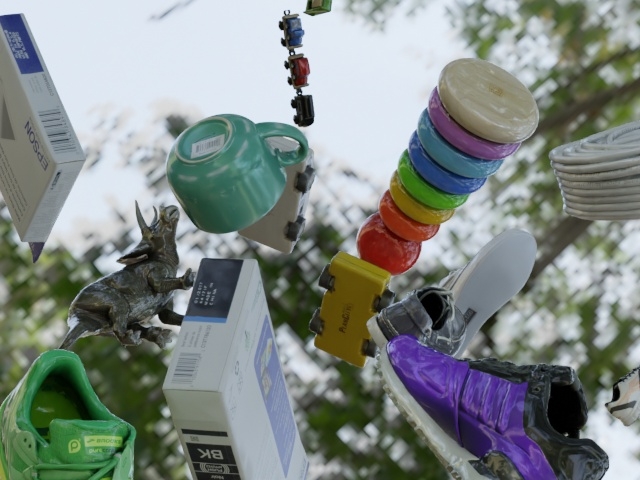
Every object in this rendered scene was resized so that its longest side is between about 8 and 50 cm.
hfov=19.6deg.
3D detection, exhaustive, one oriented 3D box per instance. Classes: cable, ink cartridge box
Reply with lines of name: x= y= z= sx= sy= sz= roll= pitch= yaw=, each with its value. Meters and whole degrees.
cable: x=0.392 y=-0.086 z=2.100 sx=0.257 sy=0.257 sz=0.089 roll=-2 pitch=-77 yaw=42
ink cartridge box: x=-0.364 y=-0.117 z=2.214 sx=0.223 sy=0.045 sz=0.224 roll=64 pitch=-35 yaw=25
ink cartridge box: x=-0.077 y=0.185 z=1.820 sx=0.065 sy=0.165 sz=0.333 roll=1 pitch=-43 yaw=13

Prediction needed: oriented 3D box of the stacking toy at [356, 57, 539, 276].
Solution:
stacking toy: x=0.150 y=-0.076 z=2.422 sx=0.141 sy=0.141 sz=0.330 roll=42 pitch=-52 yaw=14

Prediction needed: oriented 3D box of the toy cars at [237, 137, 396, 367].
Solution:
toy cars: x=0.000 y=0.000 z=2.477 sx=0.176 sy=0.087 sz=0.394 roll=-11 pitch=-57 yaw=38

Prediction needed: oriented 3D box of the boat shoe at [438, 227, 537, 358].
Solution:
boat shoe: x=0.202 y=0.079 z=2.652 sx=0.095 sy=0.258 sz=0.084 roll=42 pitch=0 yaw=-34

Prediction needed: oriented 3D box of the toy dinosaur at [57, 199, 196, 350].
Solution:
toy dinosaur: x=-0.268 y=0.089 z=2.563 sx=0.160 sy=0.313 sz=0.121 roll=18 pitch=-39 yaw=36

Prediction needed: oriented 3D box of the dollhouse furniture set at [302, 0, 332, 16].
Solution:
dollhouse furniture set: x=-0.053 y=-0.325 z=2.247 sx=0.151 sy=0.059 sz=0.076 roll=21 pitch=-17 yaw=-38

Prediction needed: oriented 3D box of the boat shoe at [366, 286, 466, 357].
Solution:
boat shoe: x=0.117 y=0.083 z=1.899 sx=0.075 sy=0.065 sz=0.206 roll=55 pitch=20 yaw=14

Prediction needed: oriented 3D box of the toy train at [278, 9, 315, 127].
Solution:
toy train: x=-0.030 y=-0.228 z=2.468 sx=0.036 sy=0.027 sz=0.158 roll=8 pitch=-70 yaw=59

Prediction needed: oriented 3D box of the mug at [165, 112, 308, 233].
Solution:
mug: x=-0.109 y=-0.096 z=2.197 sx=0.129 sy=0.158 sz=0.097 roll=24 pitch=-25 yaw=43

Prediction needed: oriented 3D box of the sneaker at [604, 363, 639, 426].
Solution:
sneaker: x=0.400 y=0.181 z=2.365 sx=0.043 sy=0.109 sz=0.040 roll=32 pitch=-20 yaw=-4

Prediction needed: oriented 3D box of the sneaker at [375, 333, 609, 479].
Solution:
sneaker: x=0.166 y=0.156 z=1.682 sx=0.102 sy=0.146 sz=0.293 roll=52 pitch=-1 yaw=-39

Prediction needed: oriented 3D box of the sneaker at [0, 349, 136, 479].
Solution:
sneaker: x=-0.204 y=0.210 z=1.523 sx=0.295 sy=0.109 sz=0.123 roll=61 pitch=-38 yaw=40
